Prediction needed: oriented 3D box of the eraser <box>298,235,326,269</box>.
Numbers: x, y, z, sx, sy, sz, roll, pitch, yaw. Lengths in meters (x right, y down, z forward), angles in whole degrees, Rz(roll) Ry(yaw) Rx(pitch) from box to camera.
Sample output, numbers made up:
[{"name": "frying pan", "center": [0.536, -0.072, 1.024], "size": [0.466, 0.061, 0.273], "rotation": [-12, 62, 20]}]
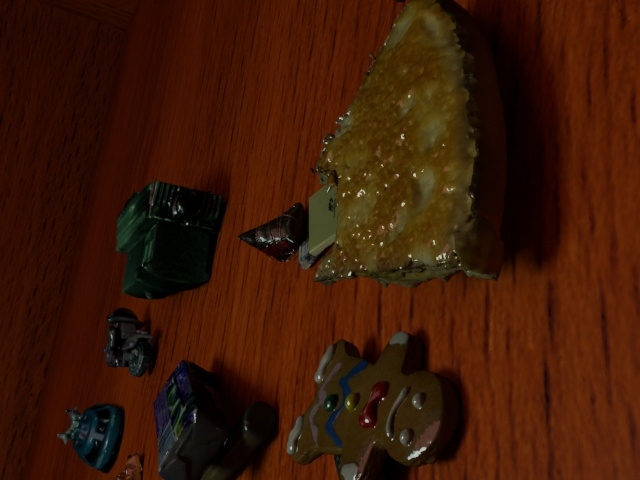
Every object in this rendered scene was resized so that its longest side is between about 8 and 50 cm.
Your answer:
[{"name": "eraser", "center": [0.000, 0.000, 0.983], "size": [0.099, 0.019, 0.027], "rotation": [-45, 34, 45]}]

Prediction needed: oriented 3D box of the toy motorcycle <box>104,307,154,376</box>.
[{"name": "toy motorcycle", "center": [-0.369, 0.195, 1.684], "size": [0.213, 0.082, 0.123], "rotation": [1, 86, 59]}]

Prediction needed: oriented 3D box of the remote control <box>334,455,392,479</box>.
[{"name": "remote control", "center": [0.050, 0.224, 0.695], "size": [0.212, 0.028, 0.059], "rotation": [-115, 42, -60]}]

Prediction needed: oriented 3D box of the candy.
[{"name": "candy", "center": [-0.167, 0.223, 1.100], "size": [0.088, 0.061, 0.312], "rotation": [-59, 11, -3]}]

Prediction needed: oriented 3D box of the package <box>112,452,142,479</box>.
[{"name": "package", "center": [-0.341, 0.423, 1.516], "size": [0.110, 0.033, 0.077], "rotation": [-44, 27, 45]}]

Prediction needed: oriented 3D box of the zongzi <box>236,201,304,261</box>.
[{"name": "zongzi", "center": [-0.051, 0.002, 1.080], "size": [0.083, 0.073, 0.067], "rotation": [-16, 51, 19]}]

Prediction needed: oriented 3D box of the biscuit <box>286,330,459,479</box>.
[{"name": "biscuit", "center": [0.042, 0.139, 0.729], "size": [0.205, 0.031, 0.138], "rotation": [-2, 60, 60]}]

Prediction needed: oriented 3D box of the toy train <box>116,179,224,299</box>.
[{"name": "toy train", "center": [-0.278, 0.009, 1.517], "size": [0.330, 0.138, 0.178], "rotation": [151, 127, -63]}]

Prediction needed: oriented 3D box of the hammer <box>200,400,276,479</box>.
[{"name": "hammer", "center": [-0.164, 0.325, 1.129], "size": [0.440, 0.044, 0.168], "rotation": [-54, 28, 43]}]

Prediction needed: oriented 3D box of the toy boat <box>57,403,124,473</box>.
[{"name": "toy boat", "center": [-0.487, 0.405, 1.818], "size": [0.299, 0.092, 0.134], "rotation": [-20, 53, 65]}]

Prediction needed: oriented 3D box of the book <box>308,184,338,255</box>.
[{"name": "book", "center": [0.026, -0.040, 0.925], "size": [0.111, 0.014, 0.077], "rotation": [-36, 41, 39]}]

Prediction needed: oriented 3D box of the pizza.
[{"name": "pizza", "center": [0.080, -0.063, 0.738], "size": [0.223, 0.089, 0.324], "rotation": [-46, 32, 40]}]
